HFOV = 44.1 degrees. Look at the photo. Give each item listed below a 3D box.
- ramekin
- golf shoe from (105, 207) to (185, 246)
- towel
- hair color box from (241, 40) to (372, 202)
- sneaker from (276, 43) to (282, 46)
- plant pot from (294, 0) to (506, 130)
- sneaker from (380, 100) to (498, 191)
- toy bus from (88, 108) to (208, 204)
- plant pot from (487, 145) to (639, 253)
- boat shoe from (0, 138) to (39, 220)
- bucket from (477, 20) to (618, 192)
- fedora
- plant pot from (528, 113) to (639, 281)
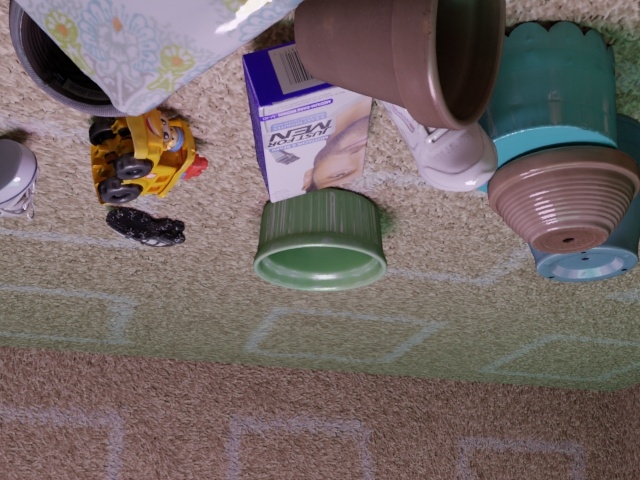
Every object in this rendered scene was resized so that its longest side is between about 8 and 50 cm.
[{"bbox_3d":[0.000,0.000,1.811,0.304,0.148,0.303,0,158,0],"label":"ramekin"},{"bbox_3d":[-0.423,-0.019,1.874,0.198,0.077,0.094,18,152,-32],"label":"golf shoe"},{"bbox_3d":[-0.230,-0.348,0.878,0.321,0.090,0.374,-23,119,37],"label":"towel"},{"bbox_3d":[-0.019,-0.198,1.326,0.185,0.110,0.339,-17,161,-6],"label":"hair color box"},{"bbox_3d":[-0.070,-0.276,1.297,0.057,0.047,0.119,3,161,-36],"label":"sneaker"},{"bbox_3d":[0.096,-0.286,1.046,0.229,0.263,0.263,10,164,29],"label":"plant pot"},{"bbox_3d":[0.148,-0.189,1.183,0.114,0.305,0.152,-40,140,10],"label":"sneaker"},{"bbox_3d":[-0.302,-0.164,1.459,0.211,0.149,0.220,-1,159,-31],"label":"toy bus"},{"bbox_3d":[0.389,-0.049,1.262,0.237,0.109,0.237,1,158,0],"label":"plant pot"},{"bbox_3d":[-0.645,-0.097,1.618,0.367,0.135,0.156,-15,153,40],"label":"boat shoe"},{"bbox_3d":[0.343,-0.199,1.278,0.281,0.183,0.281,1,158,0],"label":"bucket"},{"bbox_3d":[-0.287,-0.301,1.081,0.244,0.124,0.275,38,128,-19],"label":"fedora"},{"bbox_3d":[0.494,-0.066,1.501,0.272,0.255,0.271,0,157,0],"label":"plant pot"}]
